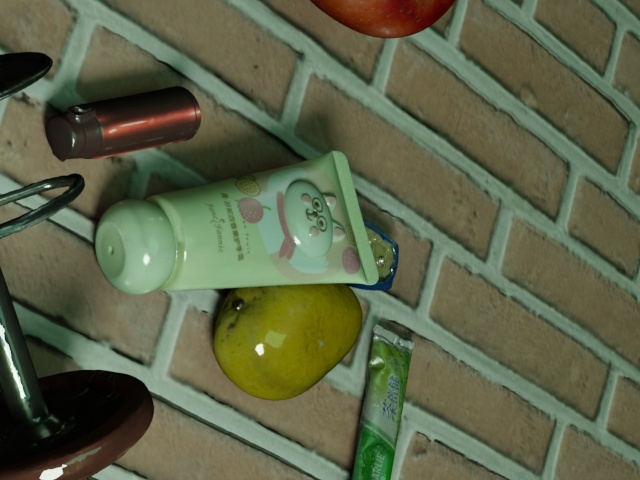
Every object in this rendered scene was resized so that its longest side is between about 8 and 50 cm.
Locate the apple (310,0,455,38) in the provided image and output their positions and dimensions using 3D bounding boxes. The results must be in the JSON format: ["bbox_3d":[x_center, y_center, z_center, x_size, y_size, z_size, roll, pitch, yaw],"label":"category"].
[{"bbox_3d":[0.061,-0.301,2.063,0.181,0.168,0.181,-9,101,-48],"label":"apple"}]

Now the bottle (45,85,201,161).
[{"bbox_3d":[-0.191,-0.112,1.874,0.164,0.060,0.060,-16,103,-46],"label":"bottle"}]

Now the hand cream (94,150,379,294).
[{"bbox_3d":[-0.079,-0.007,1.941,0.306,0.093,0.147,-8,78,-38],"label":"hand cream"}]

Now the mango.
[{"bbox_3d":[-0.031,0.094,2.026,0.195,0.098,0.137,-6,92,-51],"label":"mango"}]

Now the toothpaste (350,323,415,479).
[{"bbox_3d":[0.060,0.221,2.165,0.078,0.047,0.248,27,69,-46],"label":"toothpaste"}]

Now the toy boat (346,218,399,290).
[{"bbox_3d":[0.000,0.000,2.093,0.229,0.046,0.080,20,77,-45],"label":"toy boat"}]

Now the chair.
[{"bbox_3d":[-0.279,0.061,1.663,0.226,0.227,0.401,-32,114,-42],"label":"chair"}]
